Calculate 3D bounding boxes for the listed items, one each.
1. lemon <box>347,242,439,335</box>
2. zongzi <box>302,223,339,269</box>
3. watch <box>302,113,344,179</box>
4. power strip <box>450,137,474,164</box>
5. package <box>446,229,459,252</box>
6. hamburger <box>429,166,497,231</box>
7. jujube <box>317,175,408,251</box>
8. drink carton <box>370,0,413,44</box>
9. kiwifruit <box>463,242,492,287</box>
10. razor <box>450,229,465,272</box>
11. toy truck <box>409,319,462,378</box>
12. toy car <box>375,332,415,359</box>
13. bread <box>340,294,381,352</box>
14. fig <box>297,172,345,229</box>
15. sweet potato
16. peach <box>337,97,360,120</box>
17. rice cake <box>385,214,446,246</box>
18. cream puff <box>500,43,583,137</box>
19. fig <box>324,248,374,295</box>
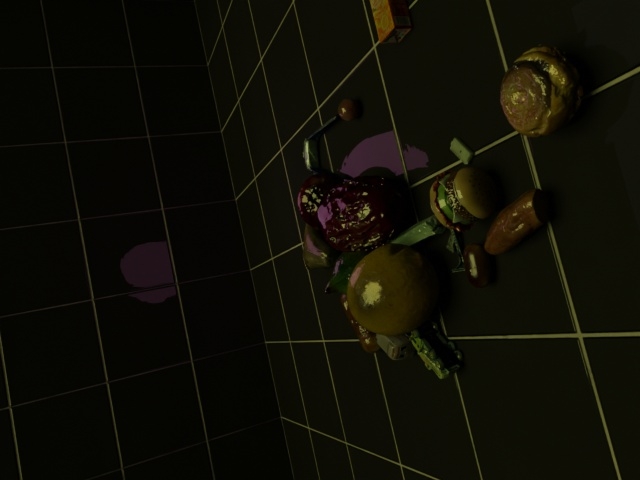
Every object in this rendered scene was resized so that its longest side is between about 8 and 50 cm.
[{"bbox_3d":[0.228,0.156,1.602,0.297,0.297,0.297,35,130,57],"label":"lemon"},{"bbox_3d":[0.000,0.000,2.259,0.228,0.115,0.256,-12,78,62],"label":"zongzi"},{"bbox_3d":[0.010,-0.399,2.114,0.274,0.068,0.276,34,128,58],"label":"watch"},{"bbox_3d":[0.392,-0.248,1.408,0.040,0.016,0.090,104,147,-42],"label":"power strip"},{"bbox_3d":[0.394,-0.017,1.491,0.037,0.015,0.110,-124,35,-51],"label":"package"},{"bbox_3d":[0.381,-0.118,1.322,0.137,0.175,0.175,-27,74,51],"label":"hamburger"},{"bbox_3d":[0.142,-0.092,1.752,0.377,0.258,0.258,-13,87,51],"label":"jujube"},{"bbox_3d":[0.208,-0.729,1.559,0.096,0.071,0.223,155,103,-66],"label":"drink carton"},{"bbox_3d":[0.428,0.067,1.382,0.075,0.075,0.124,-10,95,65],"label":"kiwifruit"},{"bbox_3d":[0.388,-0.004,1.466,0.066,0.033,0.190,-16,93,32],"label":"razor"},{"bbox_3d":[0.364,0.356,1.618,0.191,0.085,0.116,53,153,41],"label":"toy truck"},{"bbox_3d":[0.249,0.339,1.825,0.209,0.108,0.089,45,138,52],"label":"toy car"},{"bbox_3d":[0.151,0.305,2.055,0.344,0.084,0.124,61,149,36],"label":"bread"},{"bbox_3d":[0.027,-0.142,2.007,0.263,0.224,0.224,82,162,-49],"label":"fig"},{"bbox_3d":[0.471,-0.032,1.234,0.251,0.097,0.097,112,141,-55],"label":"sweet potato"},{"bbox_3d":[0.106,-0.479,1.862,0.083,0.083,0.083,35,130,57],"label":"peach"},{"bbox_3d":[0.286,-0.003,1.661,0.063,0.066,0.336,57,154,1],"label":"rice cake"},{"bbox_3d":[0.471,-0.318,1.079,0.189,0.129,0.189,52,153,42],"label":"cream puff"},{"bbox_3d":[0.101,0.130,1.920,0.203,0.235,0.203,44,142,50],"label":"fig"}]
